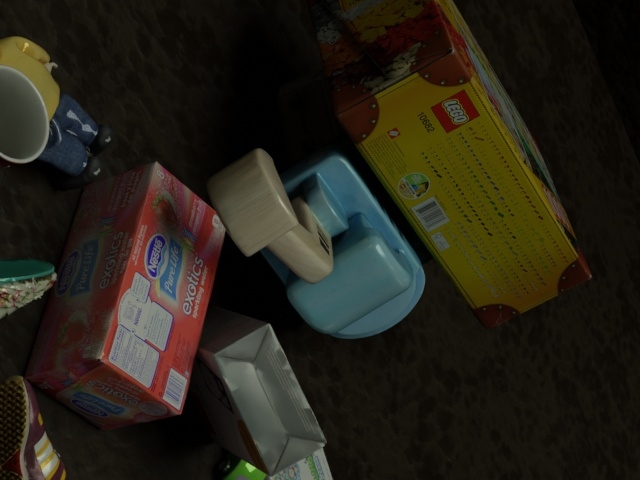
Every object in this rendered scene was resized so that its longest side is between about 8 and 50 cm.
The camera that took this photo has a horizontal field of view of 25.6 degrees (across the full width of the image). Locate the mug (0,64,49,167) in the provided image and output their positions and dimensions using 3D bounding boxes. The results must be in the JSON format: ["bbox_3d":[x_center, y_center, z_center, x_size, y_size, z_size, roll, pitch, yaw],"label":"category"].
[{"bbox_3d":[-0.419,-0.136,1.610,0.150,0.169,0.113,53,40,-27],"label":"mug"}]

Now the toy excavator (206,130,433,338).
[{"bbox_3d":[0.000,0.000,1.943,0.433,0.222,0.445,54,9,-24],"label":"toy excavator"}]

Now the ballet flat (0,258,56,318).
[{"bbox_3d":[-0.412,0.065,1.639,0.241,0.091,0.077,-3,110,-51],"label":"ballet flat"}]

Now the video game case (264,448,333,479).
[{"bbox_3d":[-0.029,0.367,2.101,0.143,0.019,0.157,-22,96,-55],"label":"video game case"}]

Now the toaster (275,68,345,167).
[{"bbox_3d":[0.023,-0.197,2.299,0.227,0.129,0.146,-9,82,-58],"label":"toaster"}]

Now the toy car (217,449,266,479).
[{"bbox_3d":[-0.112,0.349,1.932,0.239,0.053,0.225,44,35,-25],"label":"toy car"}]

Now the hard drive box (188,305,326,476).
[{"bbox_3d":[-0.105,0.194,1.867,0.089,0.232,0.181,-28,102,-18],"label":"hard drive box"}]

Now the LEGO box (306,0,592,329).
[{"bbox_3d":[0.194,-0.169,2.166,0.500,0.193,0.372,52,17,-37],"label":"LEGO box"}]

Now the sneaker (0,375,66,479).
[{"bbox_3d":[-0.345,0.252,1.666,0.084,0.069,0.185,8,77,-63],"label":"sneaker"}]

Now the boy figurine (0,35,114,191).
[{"bbox_3d":[-0.383,-0.173,1.747,0.285,0.092,0.177,41,47,-38],"label":"boy figurine"}]

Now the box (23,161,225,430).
[{"bbox_3d":[-0.244,0.071,1.801,0.154,0.142,0.300,42,46,-39],"label":"box"}]
